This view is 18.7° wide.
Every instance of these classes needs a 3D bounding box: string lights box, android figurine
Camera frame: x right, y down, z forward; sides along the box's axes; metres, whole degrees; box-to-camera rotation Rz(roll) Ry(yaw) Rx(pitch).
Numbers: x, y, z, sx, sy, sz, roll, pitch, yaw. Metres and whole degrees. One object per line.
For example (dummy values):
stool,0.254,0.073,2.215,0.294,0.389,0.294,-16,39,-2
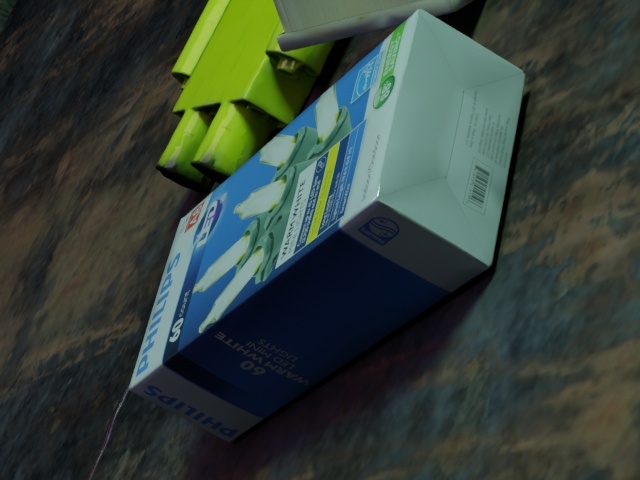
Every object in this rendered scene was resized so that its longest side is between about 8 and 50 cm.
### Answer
string lights box,0.000,0.000,1.077,0.259,0.076,0.133,-38,30,47
android figurine,-0.033,-0.165,1.436,0.273,0.056,0.248,-64,20,-8

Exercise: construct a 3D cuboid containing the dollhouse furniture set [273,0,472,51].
dollhouse furniture set,0.113,-0.280,1.231,0.286,0.198,0.303,-8,18,39
